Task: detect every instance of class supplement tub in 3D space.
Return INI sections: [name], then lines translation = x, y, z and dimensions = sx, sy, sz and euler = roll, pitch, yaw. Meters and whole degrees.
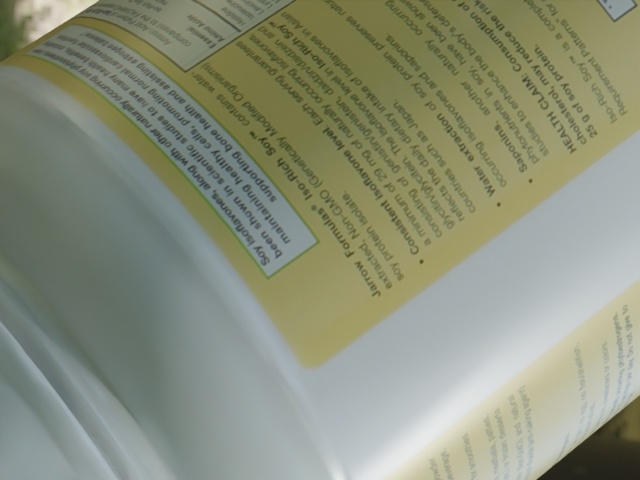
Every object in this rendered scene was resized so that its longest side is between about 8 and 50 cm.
[supplement tub]
translation = 0.000, 0.000, 0.709
dimensions = 0.331, 0.241, 0.241
euler = -35, 161, -20
